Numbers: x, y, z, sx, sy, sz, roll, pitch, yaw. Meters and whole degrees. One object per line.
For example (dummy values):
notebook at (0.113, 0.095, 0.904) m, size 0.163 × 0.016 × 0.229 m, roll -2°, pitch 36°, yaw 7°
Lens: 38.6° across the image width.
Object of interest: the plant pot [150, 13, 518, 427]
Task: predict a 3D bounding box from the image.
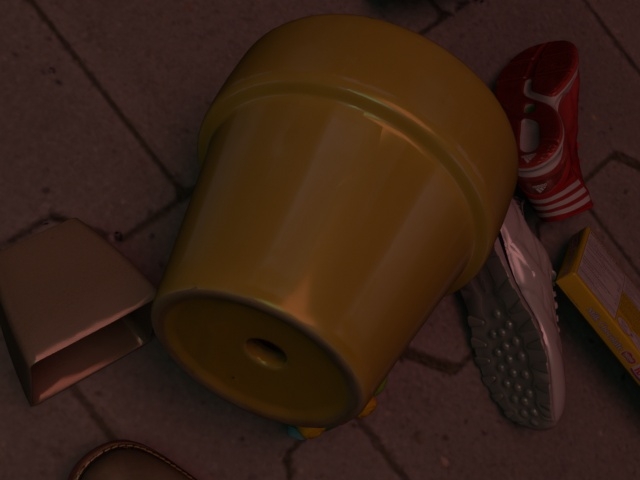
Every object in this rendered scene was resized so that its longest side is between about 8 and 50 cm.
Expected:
plant pot at (0.000, 0.000, 0.695) m, size 0.254 × 0.254 × 0.239 m, roll 34°, pitch 54°, yaw -11°

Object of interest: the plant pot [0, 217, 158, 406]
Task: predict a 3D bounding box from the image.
plant pot at (-0.199, 0.049, 0.709) m, size 0.109 × 0.109 × 0.096 m, roll -29°, pitch 75°, yaw -27°

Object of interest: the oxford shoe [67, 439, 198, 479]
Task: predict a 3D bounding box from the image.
oxford shoe at (-0.055, 0.288, 0.678) m, size 0.123 × 0.130 × 0.348 m, roll -41°, pitch 93°, yaw -27°

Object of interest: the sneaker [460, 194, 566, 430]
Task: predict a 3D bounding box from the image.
sneaker at (0.195, 0.063, 0.880) m, size 0.095 × 0.090 × 0.235 m, roll -10°, pitch 82°, yaw -40°

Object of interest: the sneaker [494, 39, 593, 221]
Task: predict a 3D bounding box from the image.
sneaker at (0.239, -0.106, 0.963) m, size 0.128 × 0.087 × 0.221 m, roll 62°, pitch 37°, yaw -36°

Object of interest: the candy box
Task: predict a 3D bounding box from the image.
candy box at (0.315, 0.090, 0.921) m, size 0.206 × 0.027 × 0.105 m, roll 50°, pitch 33°, yaw -6°

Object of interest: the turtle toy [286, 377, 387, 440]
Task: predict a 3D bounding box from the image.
turtle toy at (0.004, 0.124, 0.786) m, size 0.130 × 0.066 × 0.095 m, roll -15°, pitch 58°, yaw -28°
